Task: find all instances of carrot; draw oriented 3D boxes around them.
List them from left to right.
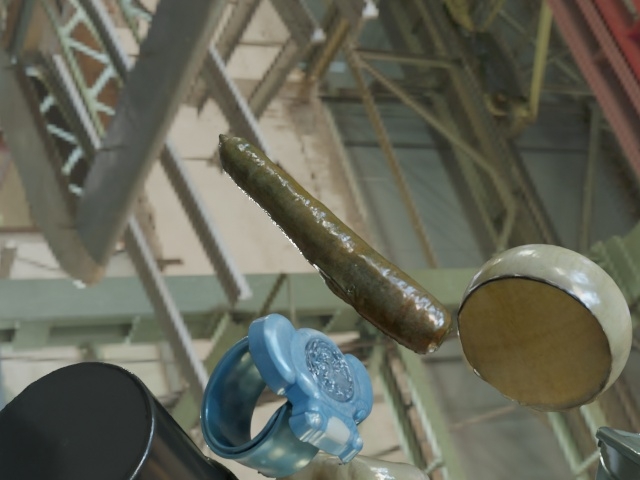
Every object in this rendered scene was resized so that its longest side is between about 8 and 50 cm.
[{"bbox_3d":[0.001,-0.001,1.207,0.342,0.070,0.070,42,-47,17],"label":"carrot"}]

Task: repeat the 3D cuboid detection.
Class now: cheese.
[{"bbox_3d":[0.042,0.367,1.590,0.235,0.218,0.117,97,3,-63],"label":"cheese"}]

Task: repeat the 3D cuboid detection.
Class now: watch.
[{"bbox_3d":[-0.057,0.210,1.434,0.193,0.211,0.210,-33,-122,29],"label":"watch"}]

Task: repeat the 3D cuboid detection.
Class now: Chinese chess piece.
[{"bbox_3d":[0.329,0.129,1.679,0.257,0.104,0.257,18,-53,25],"label":"Chinese chess piece"}]

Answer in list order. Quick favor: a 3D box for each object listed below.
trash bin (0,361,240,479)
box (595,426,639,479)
[{"bbox_3d":[-0.182,0.279,1.125,0.214,0.214,0.333,57,-7,45],"label":"trash bin"},{"bbox_3d":[0.376,0.277,1.252,0.172,0.124,0.092,-148,-108,-81],"label":"box"}]
